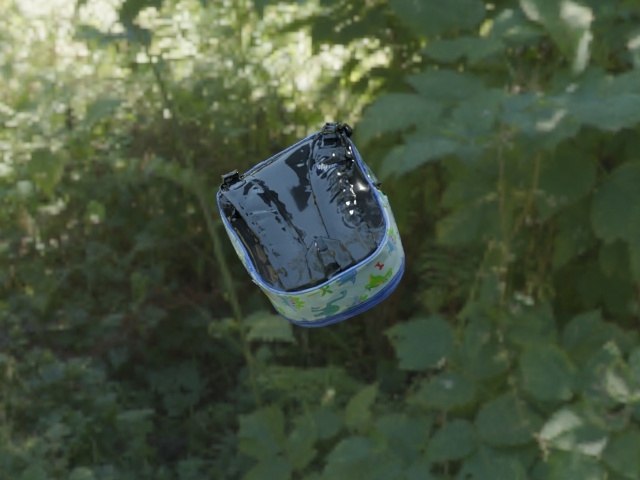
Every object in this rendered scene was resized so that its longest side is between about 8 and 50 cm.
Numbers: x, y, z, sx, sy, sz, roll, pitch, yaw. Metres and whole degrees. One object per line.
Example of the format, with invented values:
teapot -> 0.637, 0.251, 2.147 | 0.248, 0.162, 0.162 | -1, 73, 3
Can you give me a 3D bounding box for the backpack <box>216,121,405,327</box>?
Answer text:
backpack -> 0.000, 0.000, 0.772 | 0.105, 0.084, 0.114 | -27, 50, -1
